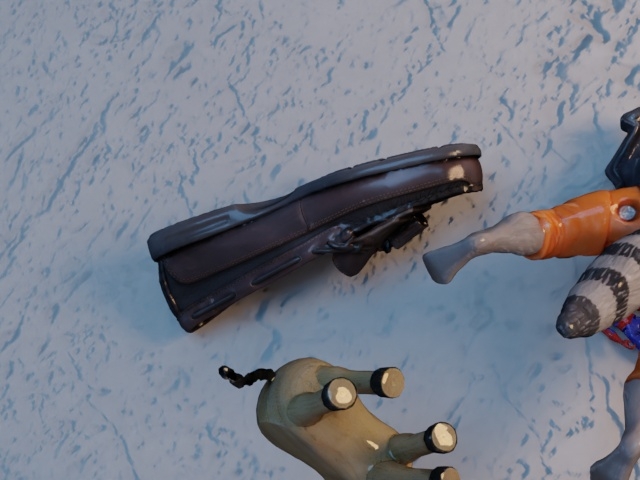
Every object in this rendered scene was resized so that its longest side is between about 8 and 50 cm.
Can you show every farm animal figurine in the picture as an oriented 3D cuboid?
[{"bbox_3d":[0.065,0.248,0.703,0.172,0.327,0.330,-23,62,58],"label":"farm animal figurine"}]

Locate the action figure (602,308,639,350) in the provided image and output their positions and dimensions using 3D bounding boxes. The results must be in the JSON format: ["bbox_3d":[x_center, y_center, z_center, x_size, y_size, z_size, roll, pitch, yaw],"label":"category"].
[{"bbox_3d":[0.246,0.069,0.845,0.115,0.030,0.038,38,89,29],"label":"action figure"}]

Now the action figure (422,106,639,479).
[{"bbox_3d":[0.292,0.026,0.752,0.330,0.178,0.341,-35,66,-16],"label":"action figure"}]

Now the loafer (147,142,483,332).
[{"bbox_3d":[0.000,0.000,0.927,0.302,0.109,0.095,-16,84,19],"label":"loafer"}]
